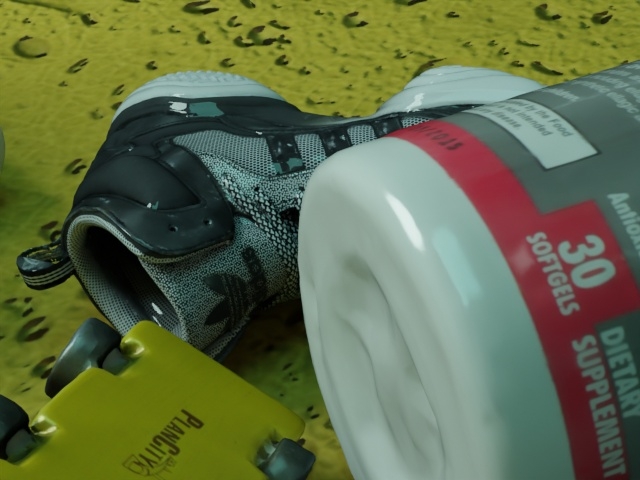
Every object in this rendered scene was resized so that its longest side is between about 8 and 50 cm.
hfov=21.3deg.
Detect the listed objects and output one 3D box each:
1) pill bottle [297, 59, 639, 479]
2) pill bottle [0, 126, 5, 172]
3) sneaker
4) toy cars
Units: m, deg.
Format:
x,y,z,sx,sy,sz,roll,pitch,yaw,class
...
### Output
x,y,z,sx,sy,sz,roll,pitch,yaw,class
0.166,0.010,0.624,0.318,0.176,0.176,-18,36,-16,pill bottle
-0.229,-0.062,0.875,0.137,0.078,0.078,26,46,37,pill bottle
0.000,0.000,0.737,0.268,0.101,0.153,5,36,26,sneaker
-0.032,0.155,0.518,0.176,0.087,0.394,17,22,-35,toy cars
